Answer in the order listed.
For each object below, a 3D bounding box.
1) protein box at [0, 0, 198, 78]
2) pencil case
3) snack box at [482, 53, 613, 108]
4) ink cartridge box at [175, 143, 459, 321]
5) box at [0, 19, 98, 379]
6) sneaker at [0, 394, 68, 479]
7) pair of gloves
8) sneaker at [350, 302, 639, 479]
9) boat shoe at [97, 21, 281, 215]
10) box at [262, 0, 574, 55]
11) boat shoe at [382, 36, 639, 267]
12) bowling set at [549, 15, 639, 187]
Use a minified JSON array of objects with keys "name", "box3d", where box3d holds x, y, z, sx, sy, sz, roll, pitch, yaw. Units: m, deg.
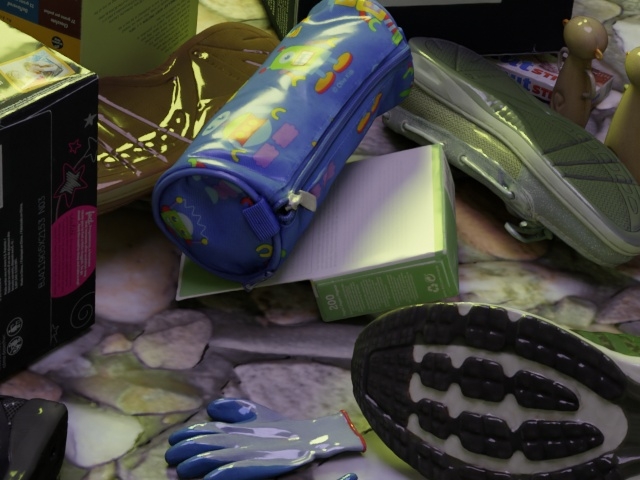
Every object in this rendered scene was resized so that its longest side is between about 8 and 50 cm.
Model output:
[{"name":"protein box","box3d":[-0.221,-0.204,1.841,0.136,0.201,0.200,23,39,21]},{"name":"pencil case","box3d":[-0.022,-0.093,1.714,0.133,0.119,0.306,0,36,34]},{"name":"snack box","box3d":[0.206,-0.179,2.024,0.178,0.022,0.064,24,38,23]},{"name":"ink cartridge box","box3d":[0.000,0.000,1.728,0.235,0.056,0.171,-12,35,10]},{"name":"box","box3d":[-0.280,-0.025,1.552,0.142,0.247,0.163,29,42,30]},{"name":"sneaker","box3d":[-0.275,0.182,1.414,0.130,0.087,0.227,11,33,8]},{"name":"pair of gloves","box3d":[-0.027,0.183,1.501,0.159,0.023,0.198,-8,39,-19]},{"name":"sneaker","box3d":[0.228,0.132,1.557,0.410,0.158,0.182,10,5,8]},{"name":"boat shoe","box3d":[-0.148,-0.085,1.773,0.121,0.110,0.341,37,42,19]},{"name":"box","box3d":[0.072,-0.367,2.077,0.293,0.212,0.395,-4,33,-13]},{"name":"boat shoe","box3d":[0.178,-0.070,1.826,0.118,0.103,0.320,-6,40,-48]},{"name":"bowling set","box3d":[0.354,-0.121,1.859,0.200,0.154,0.287,-12,41,-23]}]
